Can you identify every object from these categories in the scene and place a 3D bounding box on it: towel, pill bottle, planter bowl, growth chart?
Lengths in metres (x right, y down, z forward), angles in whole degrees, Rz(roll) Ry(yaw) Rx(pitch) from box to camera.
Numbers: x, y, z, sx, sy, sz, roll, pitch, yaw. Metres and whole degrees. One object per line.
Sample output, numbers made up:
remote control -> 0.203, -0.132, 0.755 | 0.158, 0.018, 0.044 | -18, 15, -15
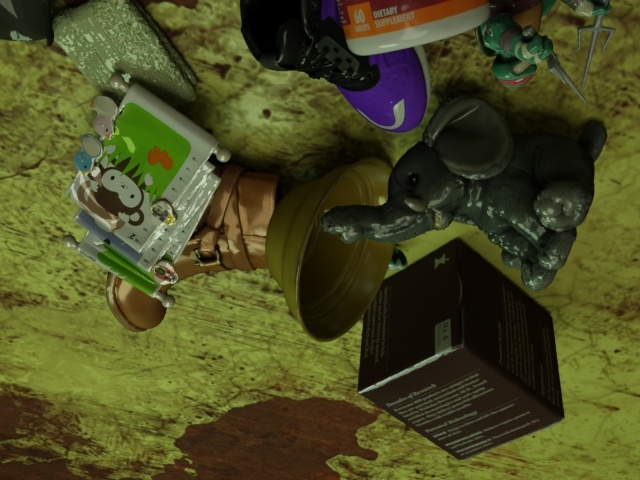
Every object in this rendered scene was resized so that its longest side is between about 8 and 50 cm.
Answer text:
towel -> -0.206, -0.191, 0.911 | 0.110, 0.027, 0.148 | -17, 131, 22
pill bottle -> 0.055, -0.268, 0.682 | 0.121, 0.121, 0.221 | -10, 107, 17
planter bowl -> 0.000, 0.000, 0.989 | 0.090, 0.217, 0.217 | 18, 143, 29
growth chart -> -0.201, -0.052, 0.959 | 0.172, 0.021, 0.237 | 27, 118, -1

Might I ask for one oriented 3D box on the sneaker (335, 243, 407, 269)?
sneaker -> 0.058, 0.030, 1.101 | 0.098, 0.038, 0.069 | 18, 138, 3

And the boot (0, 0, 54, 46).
boot -> -0.348, -0.257, 0.816 | 0.198, 0.076, 0.137 | 11, 129, -3

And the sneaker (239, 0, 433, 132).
sneaker -> -0.003, -0.188, 0.786 | 0.102, 0.146, 0.293 | -1, 137, 40

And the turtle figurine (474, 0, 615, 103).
turtle figurine -> 0.183, -0.211, 0.760 | 0.118, 0.175, 0.234 | 8, 131, 28

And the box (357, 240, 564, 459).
box -> 0.178, 0.145, 1.105 | 0.203, 0.168, 0.167 | 37, 130, -27

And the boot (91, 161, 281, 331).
boot -> -0.150, 0.014, 1.071 | 0.220, 0.109, 0.283 | 4, 127, 3

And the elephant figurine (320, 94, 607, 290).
elephant figurine -> 0.151, -0.063, 0.898 | 0.240, 0.186, 0.169 | 22, 115, 8
